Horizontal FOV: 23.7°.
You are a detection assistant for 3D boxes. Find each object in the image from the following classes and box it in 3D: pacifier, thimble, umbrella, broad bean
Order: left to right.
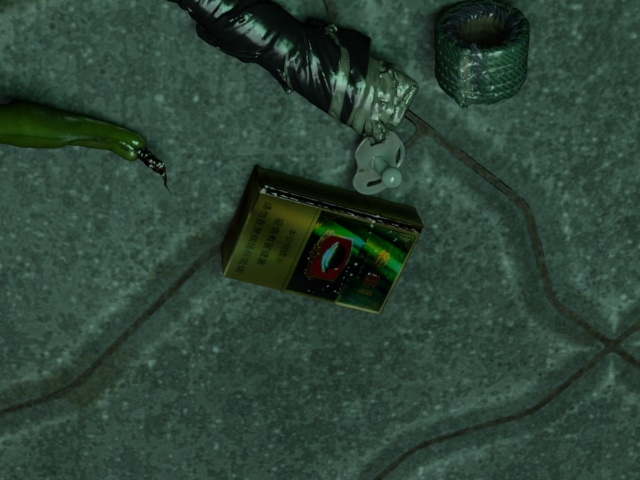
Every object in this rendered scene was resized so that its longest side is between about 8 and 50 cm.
[{"bbox_3d":[-0.334,-0.133,1.913,0.318,0.098,0.056,14,118,-26],"label":"broad bean"},{"bbox_3d":[-0.041,-0.247,1.898,0.357,0.106,0.113,29,108,-16],"label":"umbrella"},{"bbox_3d":[0.086,-0.097,2.018,0.081,0.078,0.099,-15,128,-23],"label":"pacifier"},{"bbox_3d":[0.202,-0.233,1.896,0.118,0.135,0.090,-8,126,-2],"label":"thimble"}]

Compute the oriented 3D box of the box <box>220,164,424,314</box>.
[{"bbox_3d":[0.000,0.000,2.080,0.240,0.071,0.159,14,120,-16],"label":"box"}]
